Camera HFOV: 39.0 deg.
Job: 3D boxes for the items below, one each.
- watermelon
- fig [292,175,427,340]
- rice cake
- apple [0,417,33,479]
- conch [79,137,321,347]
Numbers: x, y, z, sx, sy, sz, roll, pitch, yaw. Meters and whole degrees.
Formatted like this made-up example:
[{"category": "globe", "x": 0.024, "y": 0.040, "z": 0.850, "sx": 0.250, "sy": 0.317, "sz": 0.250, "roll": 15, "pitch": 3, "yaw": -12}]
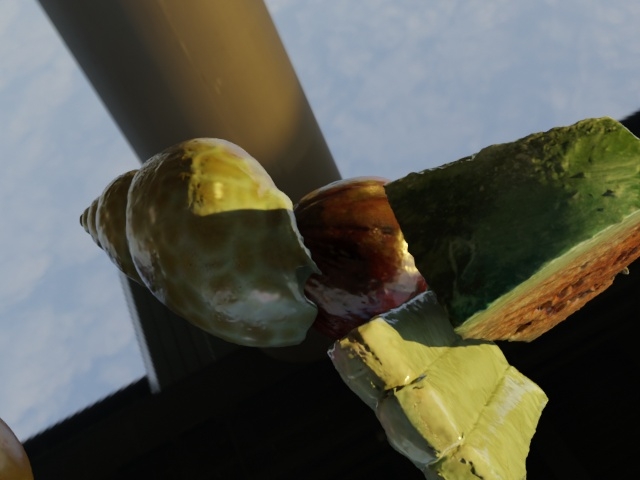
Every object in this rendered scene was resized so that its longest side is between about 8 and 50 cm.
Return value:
[{"category": "watermelon", "x": 0.138, "y": 0.007, "z": 0.560, "sx": 0.154, "sy": 0.241, "sz": 0.094, "roll": -26, "pitch": -112, "yaw": 4}, {"category": "fig", "x": 0.024, "y": 0.014, "z": 0.795, "sx": 0.149, "sy": 0.202, "sz": 0.148, "roll": -13, "pitch": -104, "yaw": 28}, {"category": "rice cake", "x": 0.072, "y": 0.081, "z": 0.508, "sx": 0.038, "sy": 0.211, "sz": 0.124, "roll": -44, "pitch": -105, "yaw": 15}, {"category": "apple", "x": -0.295, "y": 0.185, "z": 0.527, "sx": 0.241, "sy": 0.242, "sz": 0.242, "roll": 1, "pitch": -141, "yaw": -19}, {"category": "conch", "x": -0.071, "y": -0.002, "z": 0.555, "sx": 0.106, "sy": 0.116, "sz": 0.173, "roll": -25, "pitch": -119, "yaw": -22}]
